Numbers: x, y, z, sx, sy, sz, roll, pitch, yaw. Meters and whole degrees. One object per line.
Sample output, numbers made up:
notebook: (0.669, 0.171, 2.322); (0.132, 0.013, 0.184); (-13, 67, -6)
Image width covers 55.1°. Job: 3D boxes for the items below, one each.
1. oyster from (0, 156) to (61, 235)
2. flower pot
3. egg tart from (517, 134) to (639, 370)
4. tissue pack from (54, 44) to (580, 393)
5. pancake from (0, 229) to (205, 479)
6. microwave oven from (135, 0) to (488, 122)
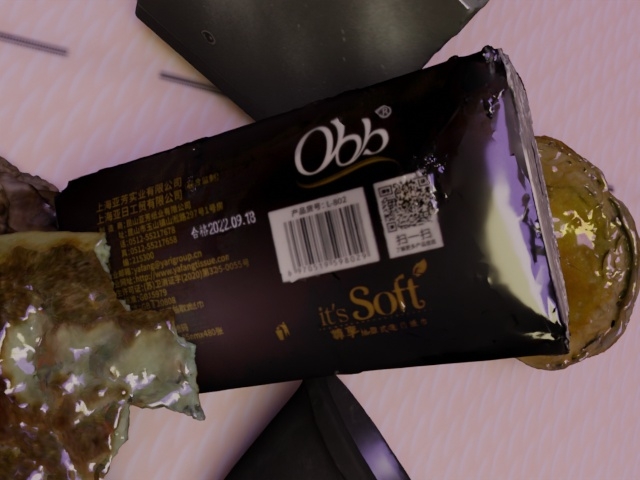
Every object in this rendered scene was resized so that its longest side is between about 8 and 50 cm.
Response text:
oyster: (-0.338, 0.000, 0.516); (0.396, 0.111, 0.204); (34, 75, -17)
flower pot: (0.006, 0.260, 0.550); (0.166, 0.269, 0.269); (-36, 96, -2)
egg tart: (0.251, 0.015, 0.725); (0.288, 0.118, 0.288); (4, 79, -20)
tissue pack: (0.000, 0.000, 0.489); (0.370, 0.198, 0.209); (-11, 84, 23)
pancake: (-0.269, 0.171, 0.391); (0.305, 0.067, 0.426); (24, 74, 4)
microwave oven: (0.073, -0.345, 0.580); (0.236, 0.374, 0.432); (40, 67, -10)
